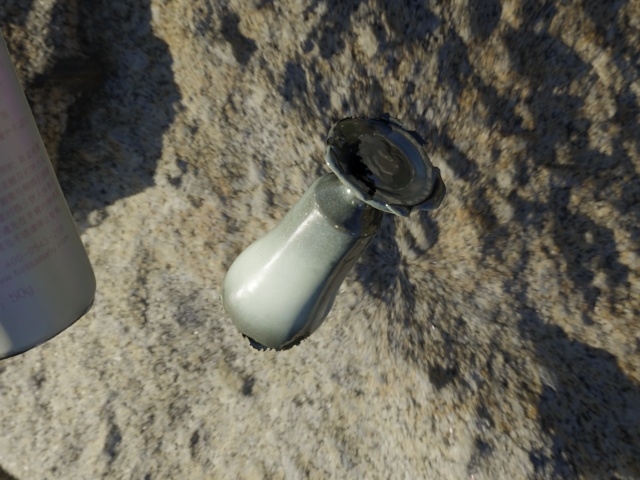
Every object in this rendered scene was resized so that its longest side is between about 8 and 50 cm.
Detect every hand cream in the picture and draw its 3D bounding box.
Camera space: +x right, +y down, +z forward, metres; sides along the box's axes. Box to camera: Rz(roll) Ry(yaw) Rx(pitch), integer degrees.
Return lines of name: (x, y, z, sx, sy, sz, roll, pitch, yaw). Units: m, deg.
hand cream: (-0.281, -0.078, 0.607, 0.185, 0.118, 0.358, -33, 122, -28)

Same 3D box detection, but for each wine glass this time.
wine glass: (0.000, 0.000, 0.477, 0.072, 0.072, 0.155, 44, 136, 5)
